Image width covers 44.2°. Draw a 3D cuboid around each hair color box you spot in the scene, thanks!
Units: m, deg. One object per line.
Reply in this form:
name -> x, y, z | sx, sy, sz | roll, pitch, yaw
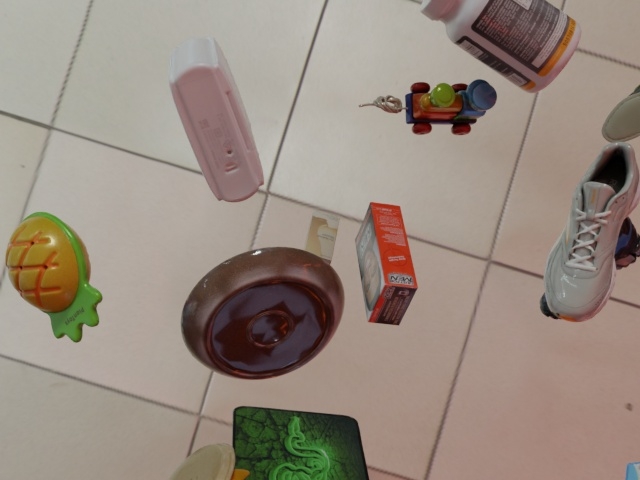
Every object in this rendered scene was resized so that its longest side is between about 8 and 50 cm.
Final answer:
hair color box -> 0.078, 0.027, 0.965 | 0.043, 0.072, 0.141 | 7, 43, -14

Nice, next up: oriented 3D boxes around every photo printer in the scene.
photo printer -> -0.196, -0.237, 1.459 | 0.107, 0.307, 0.256 | -20, 117, -1

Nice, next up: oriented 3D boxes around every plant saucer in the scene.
plant saucer -> -0.097, 0.150, 1.440 | 0.310, 0.050, 0.310 | -10, 126, -14

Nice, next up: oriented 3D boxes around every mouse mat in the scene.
mouse mat -> -0.022, 0.243, 0.866 | 0.152, 0.190, 0.007 | 7, 114, -9

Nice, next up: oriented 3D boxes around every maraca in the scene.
maraca -> -0.359, 0.048, 1.067 | 0.127, 0.099, 0.186 | -40, 76, 30

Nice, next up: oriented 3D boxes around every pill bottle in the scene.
pill bottle -> 0.339, -0.416, 1.500 | 0.278, 0.162, 0.162 | 32, 86, -9

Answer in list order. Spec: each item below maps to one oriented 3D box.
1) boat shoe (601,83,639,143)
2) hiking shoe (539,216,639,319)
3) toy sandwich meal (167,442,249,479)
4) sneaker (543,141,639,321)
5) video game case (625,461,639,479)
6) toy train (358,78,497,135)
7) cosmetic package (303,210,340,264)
boat shoe -> 0.661, -0.278, 1.576 | 0.228, 0.068, 0.081 | -41, 87, 15
hiking shoe -> 0.601, 0.049, 1.800 | 0.304, 0.113, 0.132 | -41, 120, -13
toy sandwich meal -> -0.083, 0.181, 0.548 | 0.085, 0.085, 0.029 | -45, 110, -3
sneaker -> 0.369, -0.019, 1.082 | 0.099, 0.121, 0.262 | 14, 73, 27
video game case -> 0.464, 0.309, 0.982 | 0.166, 0.119, 0.015 | -20, 106, 31
toy train -> 0.214, -0.273, 1.564 | 0.248, 0.143, 0.105 | -1, 87, -14
cosmetic package -> 0.000, 0.000, 1.611 | 0.060, 0.041, 0.115 | 14, 53, -6
